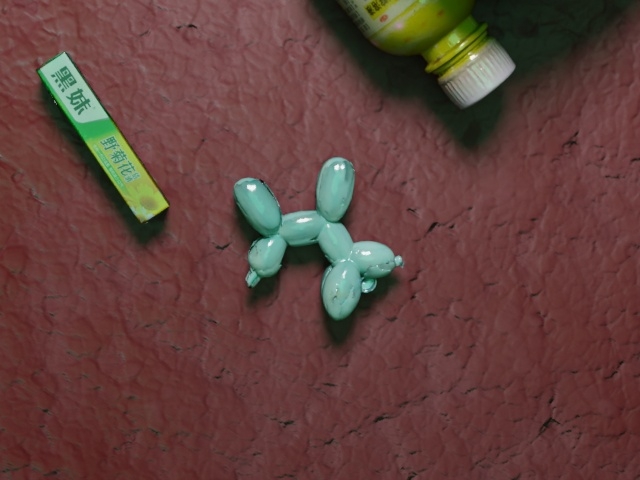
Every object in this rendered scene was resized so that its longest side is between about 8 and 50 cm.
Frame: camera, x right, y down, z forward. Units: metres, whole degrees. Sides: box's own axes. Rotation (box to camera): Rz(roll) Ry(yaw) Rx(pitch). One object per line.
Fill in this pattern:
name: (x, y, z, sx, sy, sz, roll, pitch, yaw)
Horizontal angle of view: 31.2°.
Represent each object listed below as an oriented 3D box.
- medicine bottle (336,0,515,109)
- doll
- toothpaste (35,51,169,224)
medicine bottle: (0.092, -0.224, 1.069, 0.122, 0.122, 0.212, -39, 98, 3)
doll: (0.000, 0.000, 1.126, 0.159, 0.059, 0.158, -7, 96, -3)
toothpaste: (-0.209, -0.098, 1.109, 0.037, 0.043, 0.178, -33, 98, 1)
